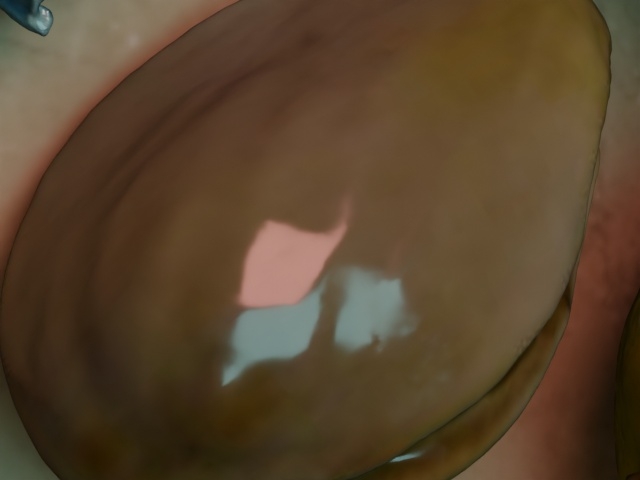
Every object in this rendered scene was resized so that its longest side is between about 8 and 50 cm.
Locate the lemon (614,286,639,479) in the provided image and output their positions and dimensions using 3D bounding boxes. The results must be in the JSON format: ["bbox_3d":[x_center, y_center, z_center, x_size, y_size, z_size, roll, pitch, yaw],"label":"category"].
[{"bbox_3d":[0.292,0.084,0.815,0.348,0.348,0.348,-3,96,-32],"label":"lemon"}]

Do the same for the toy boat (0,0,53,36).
[{"bbox_3d":[-0.089,-0.143,0.707,0.061,0.060,0.137,25,77,-10],"label":"toy boat"}]

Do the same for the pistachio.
[{"bbox_3d":[0.000,0.000,0.730,0.288,0.197,0.166,-47,160,-32],"label":"pistachio"}]
